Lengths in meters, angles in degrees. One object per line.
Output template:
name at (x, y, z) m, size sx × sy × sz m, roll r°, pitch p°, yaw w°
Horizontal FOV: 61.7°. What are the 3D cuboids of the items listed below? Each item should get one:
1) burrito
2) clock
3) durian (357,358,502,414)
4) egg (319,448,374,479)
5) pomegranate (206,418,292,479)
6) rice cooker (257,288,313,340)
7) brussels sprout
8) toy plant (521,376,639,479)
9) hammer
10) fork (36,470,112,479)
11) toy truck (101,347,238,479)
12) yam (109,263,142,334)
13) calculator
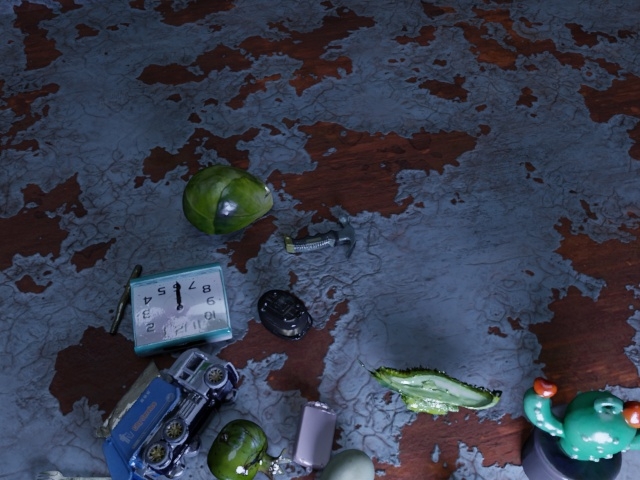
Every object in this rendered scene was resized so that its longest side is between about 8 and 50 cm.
burrito at (-0.482, 0.421, 1.390) m, size 0.087 × 0.060 × 0.226 m, roll 25°, pitch 59°, yaw 25°
clock at (-0.391, 0.200, 1.521) m, size 0.263 × 0.116 × 0.231 m, roll -12°, pitch 61°, yaw -6°
durian at (0.274, 0.379, 1.388) m, size 0.375 × 0.106 × 0.132 m, roll 9°, pitch 58°, yaw 6°
egg at (0.060, 0.563, 1.258) m, size 0.114 × 0.114 × 0.152 m, roll 36°, pitch 66°, yaw 22°
pomegranate at (-0.170, 0.520, 1.283) m, size 0.191 × 0.131 × 0.152 m, roll 27°, pitch 56°, yaw 9°
rice cooker at (-0.103, 0.209, 1.511) m, size 0.165 × 0.106 × 0.112 m, roll 25°, pitch 55°, yaw 29°
brussels sprout at (-0.290, -0.131, 1.685) m, size 0.272 × 0.219 × 0.210 m, roll -10°, pitch 44°, yaw -31°
toy plant at (0.561, 0.432, 1.173) m, size 0.279 × 0.400 × 0.185 m, roll 36°, pitch 61°, yaw 23°
hammer at (0.000, 0.000, 1.692) m, size 0.227 × 0.041 × 0.158 m, roll -9°, pitch 54°, yaw -7°
fork at (-0.585, 0.582, 1.300) m, size 0.220 × 0.028 × 0.034 m, roll 2°, pitch 52°, yaw 2°
toy truck at (-0.365, 0.443, 1.326) m, size 0.175 × 0.146 × 0.367 m, roll 26°, pitch 59°, yaw 22°
yam at (-0.575, 0.170, 1.585) m, size 0.029 × 0.027 × 0.234 m, roll 1°, pitch 55°, yaw 13°
calculator at (-0.013, 0.489, 1.340) m, size 0.100 × 0.032 × 0.174 m, roll 23°, pitch 55°, yaw -15°
